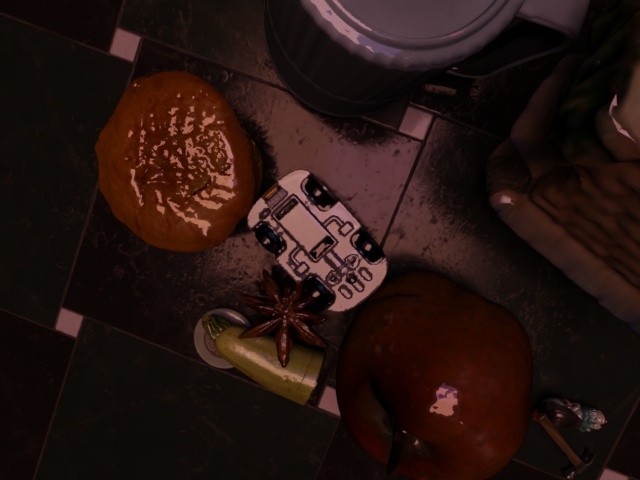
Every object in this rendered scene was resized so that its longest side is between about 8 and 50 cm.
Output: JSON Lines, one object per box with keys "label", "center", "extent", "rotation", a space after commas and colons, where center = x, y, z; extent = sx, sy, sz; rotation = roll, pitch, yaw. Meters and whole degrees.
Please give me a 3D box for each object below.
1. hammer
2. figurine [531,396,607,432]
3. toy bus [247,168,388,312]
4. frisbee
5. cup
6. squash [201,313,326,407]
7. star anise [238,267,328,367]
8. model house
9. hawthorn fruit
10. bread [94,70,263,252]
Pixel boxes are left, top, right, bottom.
{"label": "hammer", "center": [0.397, 0.330, 0.675], "extent": [0.062, 0.017, 0.182], "rotation": [-38, 114, 5]}
{"label": "figurine", "center": [0.415, 0.292, 0.689], "extent": [0.106, 0.047, 0.060], "rotation": [13, 139, -3]}
{"label": "toy bus", "center": [0.000, 0.000, 0.636], "extent": [0.126, 0.136, 0.209], "rotation": [-43, 92, 5]}
{"label": "frisbee", "center": [-0.170, 0.173, 0.729], "extent": [0.110, 0.014, 0.110], "rotation": [1, 97, 4]}
{"label": "cup", "center": [0.086, -0.272, 0.495], "extent": [0.331, 0.311, 0.257], "rotation": [42, 93, -12]}
{"label": "squash", "center": [-0.101, 0.182, 0.686], "extent": [0.224, 0.094, 0.094], "rotation": [28, 98, 1]}
{"label": "star anise", "center": [-0.055, 0.116, 0.659], "extent": [0.168, 0.057, 0.167], "rotation": [3, 59, -4]}
{"label": "model house", "center": [0.426, -0.125, 0.480], "extent": [0.395, 0.400, 0.445], "rotation": [36, 84, 1]}
{"label": "hawthorn fruit", "center": [0.150, 0.195, 0.565], "extent": [0.268, 0.301, 0.267], "rotation": [9, 117, 19]}
{"label": "bread", "center": [-0.214, -0.111, 0.638], "extent": [0.269, 0.146, 0.268], "rotation": [1, 95, 8]}
